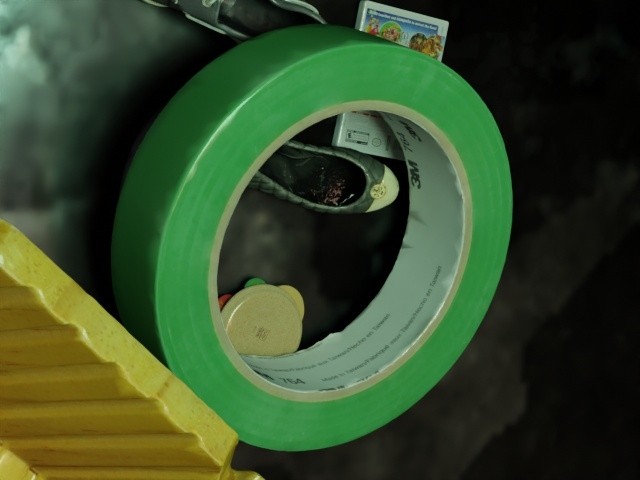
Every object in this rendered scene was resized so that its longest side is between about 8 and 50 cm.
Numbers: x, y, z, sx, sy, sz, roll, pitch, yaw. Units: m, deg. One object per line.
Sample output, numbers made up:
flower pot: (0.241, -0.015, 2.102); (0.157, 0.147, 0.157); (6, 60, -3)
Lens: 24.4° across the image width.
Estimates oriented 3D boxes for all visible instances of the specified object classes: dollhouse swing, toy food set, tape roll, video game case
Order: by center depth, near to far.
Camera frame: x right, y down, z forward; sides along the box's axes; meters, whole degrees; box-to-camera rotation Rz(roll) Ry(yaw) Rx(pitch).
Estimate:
dollhouse swing: (-0.283, 0.187, 0.923); (0.347, 0.315, 0.305); (48, 53, -30)
tape roll: (0.000, 0.000, 1.127); (0.321, 0.077, 0.321); (-14, 117, -31)
toy food set: (-0.052, 0.072, 1.190); (0.082, 0.020, 0.083); (12, 94, -33)
video game case: (0.059, -0.130, 1.225); (0.087, 0.011, 0.122); (9, 95, -32)

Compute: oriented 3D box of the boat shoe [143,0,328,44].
boat shoe: (-0.075, -0.193, 1.096); (0.206, 0.065, 0.075); (29, 83, -33)

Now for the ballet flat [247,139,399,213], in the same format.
ballet flat: (-0.008, -0.050, 1.174); (0.173, 0.049, 0.057); (11, 102, -32)
